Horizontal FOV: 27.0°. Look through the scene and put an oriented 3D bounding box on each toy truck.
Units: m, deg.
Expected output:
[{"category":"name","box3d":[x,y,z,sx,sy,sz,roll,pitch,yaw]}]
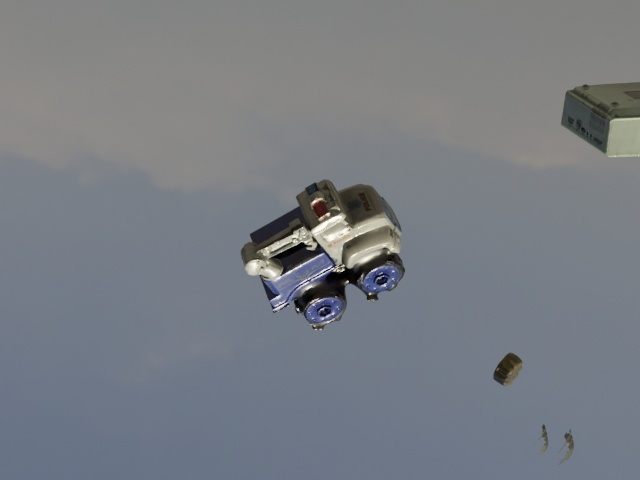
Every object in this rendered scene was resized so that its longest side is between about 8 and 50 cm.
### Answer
[{"category":"toy truck","box3d":[0.000,0.000,1.868,0.177,0.213,0.161,51,-169,-50]}]

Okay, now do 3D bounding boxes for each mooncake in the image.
[{"category":"mooncake","box3d":[0.367,0.294,2.337,0.346,0.150,0.057,27,-167,-48]}]

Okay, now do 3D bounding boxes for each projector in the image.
[{"category":"projector","box3d":[0.378,-0.147,1.579,0.147,0.061,0.115,-6,-154,-18]}]
